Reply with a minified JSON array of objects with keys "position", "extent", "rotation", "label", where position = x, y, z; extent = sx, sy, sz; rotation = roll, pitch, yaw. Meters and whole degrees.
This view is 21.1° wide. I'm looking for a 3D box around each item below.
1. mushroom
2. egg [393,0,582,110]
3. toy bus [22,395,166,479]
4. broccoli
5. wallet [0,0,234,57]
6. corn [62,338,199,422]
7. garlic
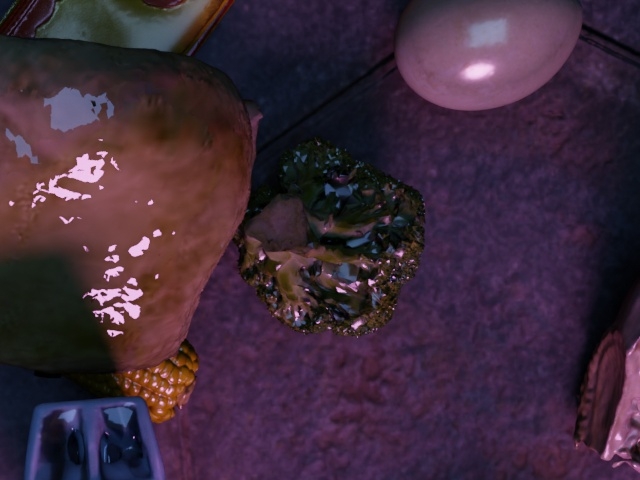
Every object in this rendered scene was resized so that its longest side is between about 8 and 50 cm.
[{"position":[-0.158,-0.018,1.194],"extent":[0.292,0.212,0.218],"rotation":[11,77,-41],"label":"mushroom"},{"position":[0.131,-0.161,1.338],"extent":[0.152,0.114,0.114],"rotation":[-20,93,-2],"label":"egg"},{"position":[-0.157,0.185,1.198],"extent":[0.109,0.330,0.136],"rotation":[-1,81,-8],"label":"toy bus"},{"position":[0.000,0.000,1.322],"extent":[0.162,0.138,0.146],"rotation":[27,92,32],"label":"broccoli"},{"position":[-0.164,-0.169,1.323],"extent":[0.141,0.067,0.241],"rotation":[37,86,-5],"label":"wallet"},{"position":[-0.198,0.059,1.314],"extent":[0.231,0.080,0.080],"rotation":[33,86,-7],"label":"corn"},{"position":[0.339,0.089,1.329],"extent":[0.291,0.210,0.238],"rotation":[-8,86,1],"label":"garlic"}]
